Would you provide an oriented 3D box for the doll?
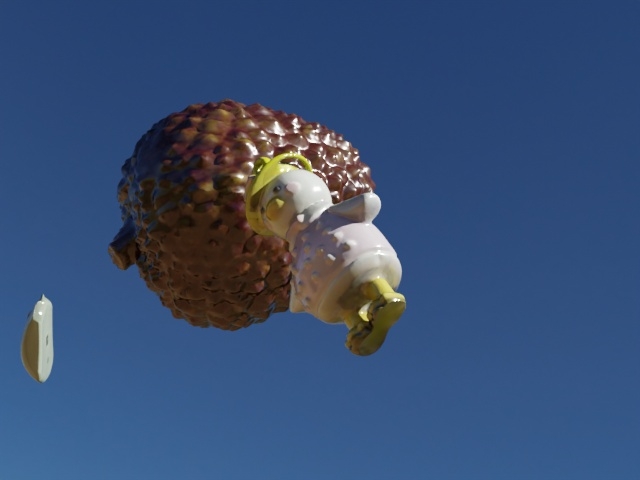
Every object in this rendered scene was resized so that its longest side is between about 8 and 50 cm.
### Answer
[{"bbox_3d":[0.000,0.000,0.854,0.081,0.207,0.129,2,-50,-44],"label":"doll"}]

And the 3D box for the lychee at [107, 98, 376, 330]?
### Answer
[{"bbox_3d":[-0.080,-0.031,1.044,0.271,0.235,0.236,-17,-21,-22],"label":"lychee"}]

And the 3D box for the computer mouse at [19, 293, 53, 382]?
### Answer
[{"bbox_3d":[-0.336,0.113,1.234,0.032,0.056,0.110,5,-71,0],"label":"computer mouse"}]
